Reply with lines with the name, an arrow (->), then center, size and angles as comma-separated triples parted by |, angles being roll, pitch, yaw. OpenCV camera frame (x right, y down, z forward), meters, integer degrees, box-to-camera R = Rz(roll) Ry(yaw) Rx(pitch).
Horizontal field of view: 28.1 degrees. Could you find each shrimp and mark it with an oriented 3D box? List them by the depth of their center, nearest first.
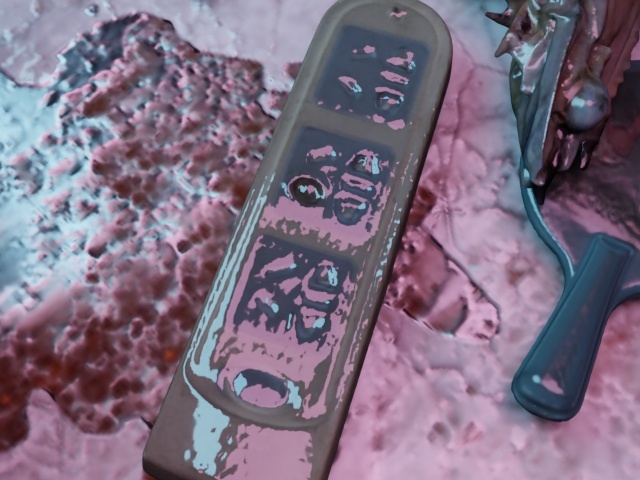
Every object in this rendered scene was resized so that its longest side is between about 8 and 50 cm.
shrimp -> 0.103, -0.169, 0.658 | 0.164, 0.062, 0.316 | 9, 64, 6

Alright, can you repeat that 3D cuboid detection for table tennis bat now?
table tennis bat -> 0.144, -0.002, 0.617 | 0.124, 0.033, 0.201 | 25, 67, 12

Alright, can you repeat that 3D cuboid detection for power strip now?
power strip -> 0.000, 0.001, 0.604 | 0.080, 0.048, 0.286 | 19, 69, 4
